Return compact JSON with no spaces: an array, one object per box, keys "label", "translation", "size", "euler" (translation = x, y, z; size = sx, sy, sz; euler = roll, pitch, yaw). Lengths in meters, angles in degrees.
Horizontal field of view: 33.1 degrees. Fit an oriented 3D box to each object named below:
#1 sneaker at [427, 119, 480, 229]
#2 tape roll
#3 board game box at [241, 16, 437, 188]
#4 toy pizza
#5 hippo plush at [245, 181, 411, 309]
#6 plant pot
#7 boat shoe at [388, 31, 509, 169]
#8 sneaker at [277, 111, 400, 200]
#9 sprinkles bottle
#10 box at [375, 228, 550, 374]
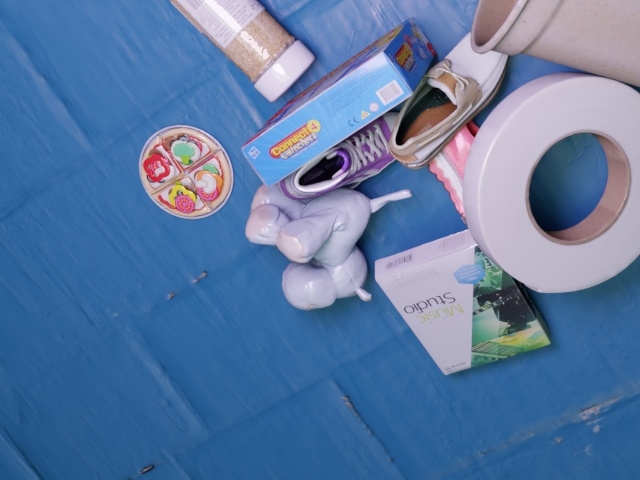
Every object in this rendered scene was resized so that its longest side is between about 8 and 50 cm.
[{"label":"sneaker","translation":[0.299,-0.119,1.994],"size":[0.136,0.116,0.314],"euler":[-33,101,22]},{"label":"tape roll","translation":[0.436,-0.099,1.891],"size":[0.392,0.072,0.392],"euler":[-5,108,-17]},{"label":"board game box","translation":[0.039,-0.249,1.898],"size":[0.308,0.302,0.086],"euler":[-32,102,23]},{"label":"toy pizza","translation":[-0.275,-0.134,2.174],"size":[0.201,0.032,0.201],"euler":[5,113,12]},{"label":"hippo plush","translation":[0.000,0.000,2.102],"size":[0.294,0.234,0.237],"euler":[-25,132,-20]},{"label":"plant pot","translation":[0.454,-0.402,1.745],"size":[0.305,0.334,0.334],"euler":[22,116,-8]},{"label":"boat shoe","translation":[0.231,-0.261,1.901],"size":[0.113,0.103,0.302],"euler":[35,92,19]},{"label":"sneaker","translation":[0.064,-0.152,1.957],"size":[0.282,0.161,0.102],"euler":[-32,96,-13]},{"label":"sprinkles bottle","translation":[-0.173,-0.419,1.979],"size":[0.355,0.121,0.121],"euler":[45,115,-7]},{"label":"box","translation":[0.277,0.121,2.067],"size":[0.232,0.058,0.322],"euler":[-20,131,22]}]
